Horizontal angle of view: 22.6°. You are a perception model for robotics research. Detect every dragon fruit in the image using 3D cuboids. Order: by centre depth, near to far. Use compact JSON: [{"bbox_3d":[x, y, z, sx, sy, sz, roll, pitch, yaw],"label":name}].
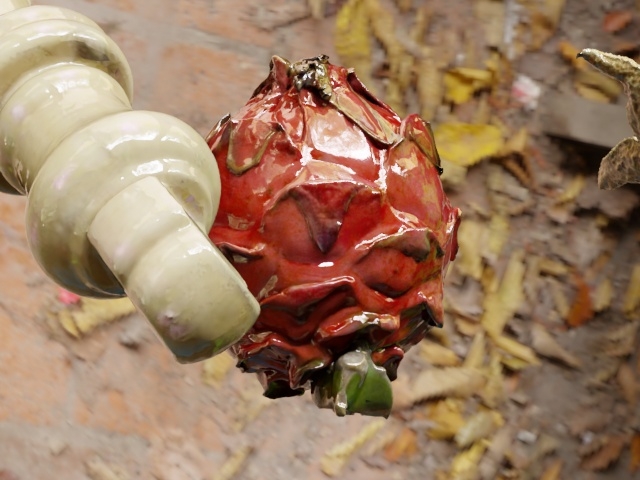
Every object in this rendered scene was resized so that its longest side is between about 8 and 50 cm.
[{"bbox_3d":[0.000,0.000,0.939,0.172,0.172,0.210,2,84,-26],"label":"dragon fruit"}]

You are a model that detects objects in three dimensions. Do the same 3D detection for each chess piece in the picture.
[{"bbox_3d":[-0.144,-0.071,0.840,0.117,0.397,0.117,-21,132,-24],"label":"chess piece"}]

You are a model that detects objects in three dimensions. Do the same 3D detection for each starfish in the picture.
[{"bbox_3d":[0.297,-0.046,1.300,0.277,0.236,0.062,47,70,0],"label":"starfish"}]
